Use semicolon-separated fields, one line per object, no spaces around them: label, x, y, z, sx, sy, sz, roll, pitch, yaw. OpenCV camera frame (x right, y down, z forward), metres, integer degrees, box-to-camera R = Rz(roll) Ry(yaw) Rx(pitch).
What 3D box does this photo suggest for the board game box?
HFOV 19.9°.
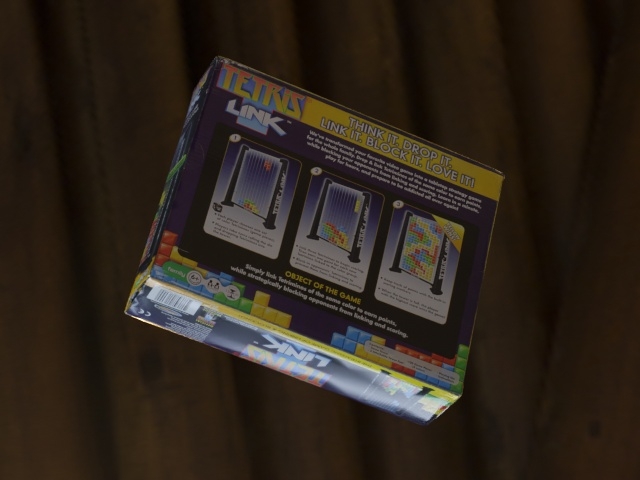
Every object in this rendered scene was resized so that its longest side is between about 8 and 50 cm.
board game box;0.000;0.000;0.941;0.170;0.048;0.141;22;-124;-11
